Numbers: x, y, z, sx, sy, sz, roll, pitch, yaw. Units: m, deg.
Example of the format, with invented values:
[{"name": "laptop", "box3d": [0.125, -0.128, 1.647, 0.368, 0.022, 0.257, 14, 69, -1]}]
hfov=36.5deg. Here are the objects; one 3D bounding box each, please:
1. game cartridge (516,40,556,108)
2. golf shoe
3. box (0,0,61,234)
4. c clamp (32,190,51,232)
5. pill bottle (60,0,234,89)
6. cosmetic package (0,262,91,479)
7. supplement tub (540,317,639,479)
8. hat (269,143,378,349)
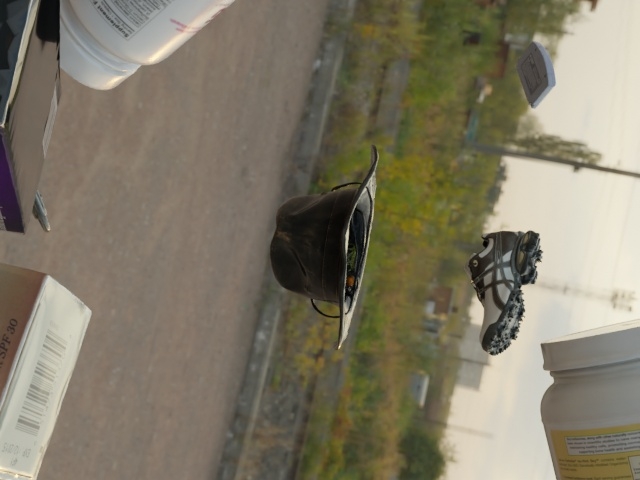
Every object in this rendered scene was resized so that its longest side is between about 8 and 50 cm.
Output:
[{"name": "game cartridge", "box3d": [0.294, -0.228, 1.321, 0.056, 0.017, 0.083, 121, -33, -51]}, {"name": "golf shoe", "box3d": [0.232, 0.067, 1.300, 0.077, 0.094, 0.198, 76, 33, -46]}, {"name": "box", "box3d": [-0.222, -0.083, 0.448, 0.261, 0.184, 0.103, 149, -47, -73]}, {"name": "c clamp", "box3d": [-0.309, -0.086, 0.980, 0.137, 0.022, 0.160, 21, -47, 64]}, {"name": "pill bottle", "box3d": [-0.198, -0.311, 1.153, 0.283, 0.160, 0.160, -32, -161, 28]}, {"name": "cosmetic package", "box3d": [-0.348, 0.073, 0.733, 0.129, 0.296, 0.153, 82, 20, -72]}, {"name": "supplement tub", "box3d": [0.386, 0.256, 1.093, 0.241, 0.241, 0.331, 35, 43, -82]}, {"name": "hat", "box3d": [0.000, 0.000, 1.400, 0.331, 0.134, 0.331, 12, 90, -84]}]
